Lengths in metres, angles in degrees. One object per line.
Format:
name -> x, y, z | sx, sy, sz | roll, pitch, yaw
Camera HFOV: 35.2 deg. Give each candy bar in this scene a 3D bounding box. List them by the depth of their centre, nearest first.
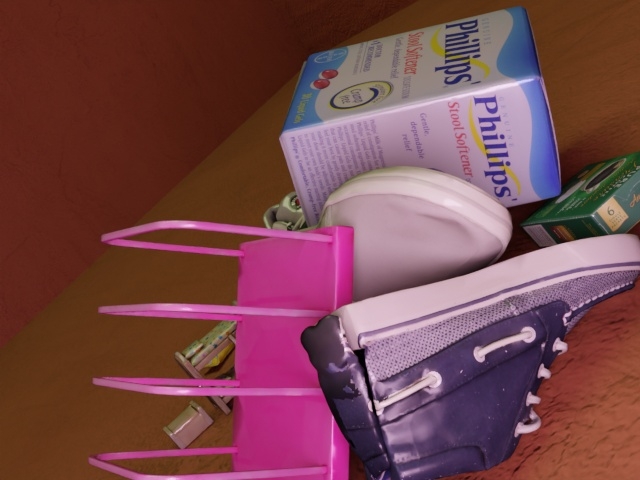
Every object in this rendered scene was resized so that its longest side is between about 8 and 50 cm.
candy bar -> -0.134, 0.145, 1.547 | 0.040, 0.018, 0.161 | -24, 21, 41

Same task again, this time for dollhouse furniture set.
dollhouse furniture set -> -0.129, 0.177, 1.285 | 0.182, 0.101, 0.161 | -42, 16, -15

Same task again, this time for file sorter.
file sorter -> -0.100, 0.133, 0.917 | 0.182, 0.290, 0.202 | 5, -7, -30

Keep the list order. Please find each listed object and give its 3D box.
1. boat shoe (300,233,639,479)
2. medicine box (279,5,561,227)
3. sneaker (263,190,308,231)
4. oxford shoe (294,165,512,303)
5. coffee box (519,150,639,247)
boat shoe -> 0.156, 0.104, 0.870 | 0.341, 0.158, 0.127 | -14, -11, -22
medicine box -> 0.123, -0.144, 1.202 | 0.289, 0.149, 0.263 | -12, 27, 13
sneaker -> 0.000, 0.000, 1.437 | 0.122, 0.146, 0.330 | -42, 17, -20
oxford shoe -> 0.039, 0.042, 1.021 | 0.449, 0.169, 0.130 | -29, 34, 61
coffee box -> 0.289, -0.041, 1.044 | 0.113, 0.040, 0.184 | -40, 5, -11
